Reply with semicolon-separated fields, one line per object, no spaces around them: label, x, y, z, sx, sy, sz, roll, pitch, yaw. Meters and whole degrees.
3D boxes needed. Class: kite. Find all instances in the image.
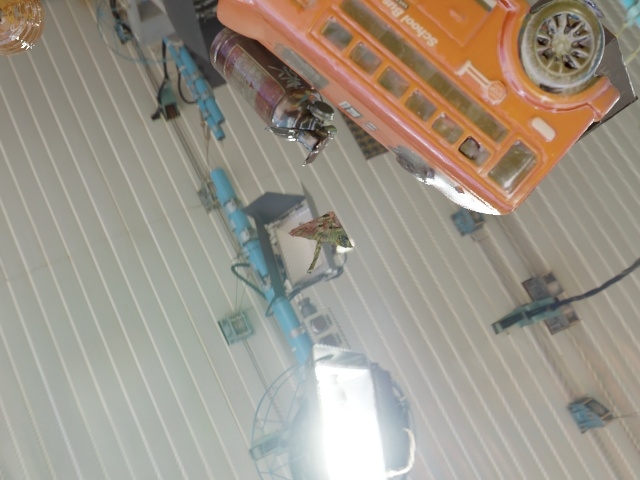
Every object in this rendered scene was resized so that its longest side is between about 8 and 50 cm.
kite;0.000;0.000;1.270;0.139;0.011;0.156;9;-122;15

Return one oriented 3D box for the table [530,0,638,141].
table;0.453;-0.317;1.319;0.282;0.251;0.196;-38;-124;19

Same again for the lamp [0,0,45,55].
lamp;-0.557;-0.394;1.119;0.137;0.136;0.136;2;-109;-6

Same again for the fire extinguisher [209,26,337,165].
fire extinguisher;-0.059;-0.164;0.761;0.106;0.075;0.252;-22;-125;-25

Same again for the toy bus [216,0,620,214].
toy bus;0.039;-0.166;0.458;0.329;0.143;0.153;38;-88;-12
